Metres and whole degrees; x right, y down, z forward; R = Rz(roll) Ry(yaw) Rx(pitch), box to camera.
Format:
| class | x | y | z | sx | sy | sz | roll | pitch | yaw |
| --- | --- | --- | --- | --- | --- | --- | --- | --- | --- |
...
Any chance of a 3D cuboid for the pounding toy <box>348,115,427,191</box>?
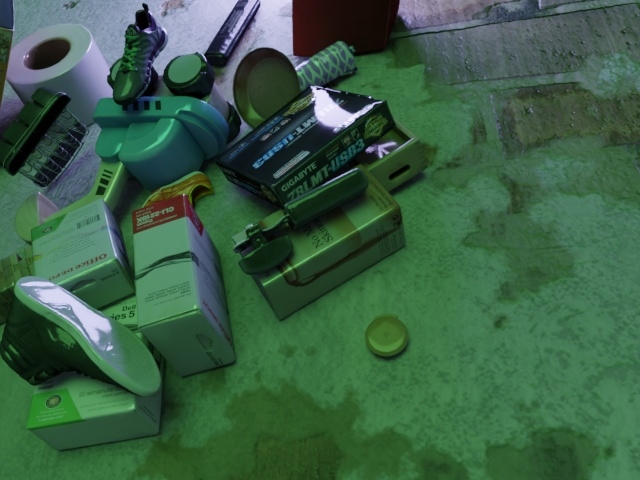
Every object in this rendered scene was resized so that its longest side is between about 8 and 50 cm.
| class | x | y | z | sx | sy | sz | roll | pitch | yaw |
| --- | --- | --- | --- | --- | --- | --- | --- | --- | --- |
| pounding toy | 0.096 | -0.184 | 1.420 | 0.181 | 0.094 | 0.206 | -32 | 43 | -5 |

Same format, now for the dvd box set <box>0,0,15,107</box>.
| class | x | y | z | sx | sy | sz | roll | pitch | yaw |
| --- | --- | --- | --- | --- | --- | --- | --- | --- | --- |
| dvd box set | -0.833 | -0.425 | 1.649 | 0.062 | 0.421 | 0.308 | 5 | 42 | -32 |

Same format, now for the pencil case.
| class | x | y | z | sx | sy | sz | roll | pitch | yaw |
| --- | --- | --- | --- | --- | --- | --- | --- | --- | --- |
| pencil case | -0.009 | -0.408 | 1.620 | 0.206 | 0.088 | 0.086 | -33 | 11 | -11 |

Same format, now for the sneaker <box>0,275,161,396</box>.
| class | x | y | z | sx | sy | sz | roll | pitch | yaw |
| --- | --- | --- | --- | --- | --- | --- | --- | --- | --- |
| sneaker | -0.407 | 0.198 | 1.104 | 0.295 | 0.104 | 0.147 | 34 | 109 | 6 |

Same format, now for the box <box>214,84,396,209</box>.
| class | x | y | z | sx | sy | sz | roll | pitch | yaw |
| --- | --- | --- | --- | --- | --- | --- | --- | --- | --- |
| box | -0.041 | -0.204 | 1.372 | 0.295 | 0.073 | 0.293 | -39 | 31 | -14 |

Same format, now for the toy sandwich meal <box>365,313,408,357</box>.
| class | x | y | z | sx | sy | sz | roll | pitch | yaw |
| --- | --- | --- | --- | --- | --- | --- | --- | --- | --- |
| toy sandwich meal | 0.118 | 0.172 | 1.179 | 0.085 | 0.029 | 0.086 | -5 | 57 | 8 |

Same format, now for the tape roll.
| class | x | y | z | sx | sy | sz | roll | pitch | yaw |
| --- | --- | --- | --- | --- | --- | --- | --- | --- | --- |
| tape roll | -0.680 | -0.429 | 1.740 | 0.245 | 0.169 | 0.246 | -7 | 51 | 8 |

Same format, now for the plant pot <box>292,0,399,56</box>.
| class | x | y | z | sx | sy | sz | roll | pitch | yaw |
| --- | --- | --- | --- | --- | --- | --- | --- | --- | --- |
| plant pot | 0.078 | -0.627 | 1.664 | 0.235 | 0.267 | 0.268 | 14 | 57 | 8 |

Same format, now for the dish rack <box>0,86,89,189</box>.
| class | x | y | z | sx | sy | sz | roll | pitch | yaw |
| --- | --- | --- | --- | --- | --- | --- | --- | --- | --- |
| dish rack | -0.617 | -0.218 | 1.505 | 0.074 | 0.271 | 0.208 | 32 | 81 | 9 |

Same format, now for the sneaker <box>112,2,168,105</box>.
| class | x | y | z | sx | sy | sz | roll | pitch | yaw |
| --- | --- | --- | --- | --- | --- | --- | --- | --- | --- |
| sneaker | -0.404 | -0.397 | 1.405 | 0.083 | 0.098 | 0.224 | 5 | 62 | 17 |

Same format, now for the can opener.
| class | x | y | z | sx | sy | sz | roll | pitch | yaw |
| --- | --- | --- | --- | --- | --- | --- | --- | --- | --- |
| can opener | -0.033 | -0.036 | 1.193 | 0.280 | 0.074 | 0.093 | -32 | 87 | -10 |

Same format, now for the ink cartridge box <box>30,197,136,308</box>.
| class | x | y | z | sx | sy | sz | roll | pitch | yaw |
| --- | --- | --- | --- | --- | --- | --- | --- | --- | --- |
| ink cartridge box | -0.451 | 0.035 | 1.245 | 0.154 | 0.093 | 0.212 | -25 | 40 | -8 |

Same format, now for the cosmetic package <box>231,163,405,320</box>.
| class | x | y | z | sx | sy | sz | roll | pitch | yaw |
| --- | --- | --- | --- | --- | --- | --- | --- | --- | --- |
| cosmetic package | 0.000 | 0.000 | 1.273 | 0.296 | 0.129 | 0.153 | -32 | 53 | -10 |

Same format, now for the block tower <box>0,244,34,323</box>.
| class | x | y | z | sx | sy | sz | roll | pitch | yaw |
| --- | --- | --- | --- | --- | --- | --- | --- | --- | --- |
| block tower | -0.595 | 0.069 | 1.389 | 0.335 | 0.097 | 0.091 | -28 | 52 | -7 |

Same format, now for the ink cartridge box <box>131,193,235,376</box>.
| class | x | y | z | sx | sy | sz | roll | pitch | yaw |
| --- | --- | --- | --- | --- | --- | --- | --- | --- | --- |
| ink cartridge box | -0.255 | 0.085 | 1.226 | 0.114 | 0.197 | 0.273 | -18 | 51 | 1 |

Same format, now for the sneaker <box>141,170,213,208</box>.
| class | x | y | z | sx | sy | sz | roll | pitch | yaw |
| --- | --- | --- | --- | --- | --- | --- | --- | --- | --- |
| sneaker | -0.321 | -0.091 | 1.465 | 0.175 | 0.064 | 0.067 | -33 | 63 | -8 |

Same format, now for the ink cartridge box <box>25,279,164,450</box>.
| class | x | y | z | sx | sy | sz | roll | pitch | yaw |
| --- | --- | --- | --- | --- | --- | --- | --- | --- | --- |
| ink cartridge box | -0.398 | 0.221 | 1.210 | 0.198 | 0.115 | 0.273 | -11 | 51 | 6 |

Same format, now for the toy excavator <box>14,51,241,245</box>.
| class | x | y | z | sx | sy | sz | roll | pitch | yaw |
| --- | --- | --- | --- | --- | --- | --- | --- | --- | --- |
| toy excavator | -0.435 | -0.179 | 1.484 | 0.432 | 0.222 | 0.446 | 2 | 63 | 17 |

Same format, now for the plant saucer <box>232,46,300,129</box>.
| class | x | y | z | sx | sy | sz | roll | pitch | yaw |
| --- | --- | --- | --- | --- | --- | --- | --- | --- | --- |
| plant saucer | -0.122 | -0.357 | 1.567 | 0.198 | 0.199 | 0.036 | 21 | 23 | 26 |

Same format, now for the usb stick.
| class | x | y | z | sx | sy | sz | roll | pitch | yaw |
| --- | --- | --- | --- | --- | --- | --- | --- | --- | --- |
| usb stick | -0.243 | -0.587 | 1.833 | 0.077 | 0.045 | 0.278 | 4 | 55 | 25 |
